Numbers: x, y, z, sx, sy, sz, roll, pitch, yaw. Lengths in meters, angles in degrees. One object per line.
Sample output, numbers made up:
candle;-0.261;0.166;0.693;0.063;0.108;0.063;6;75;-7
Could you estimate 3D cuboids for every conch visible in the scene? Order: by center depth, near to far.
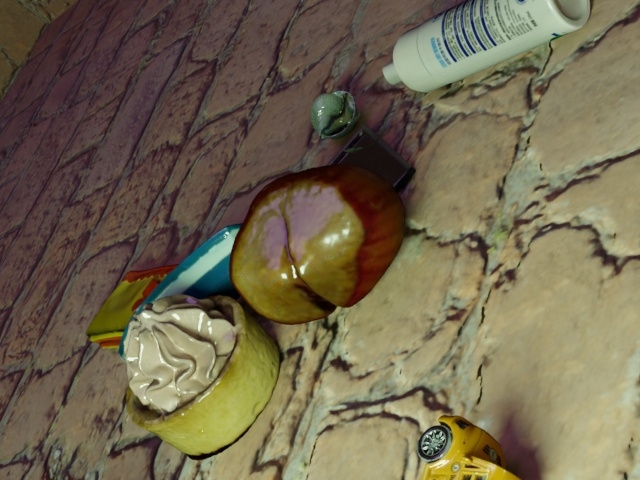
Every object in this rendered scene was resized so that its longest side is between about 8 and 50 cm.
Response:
conch;0.023;-0.175;1.599;0.076;0.056;0.085;-12;63;24

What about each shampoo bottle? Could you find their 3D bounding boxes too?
shampoo bottle;0.192;-0.257;1.401;0.303;0.092;0.092;-20;40;47

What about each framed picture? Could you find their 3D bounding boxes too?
framed picture;0.004;-0.029;1.485;0.265;0.018;0.192;-47;27;6

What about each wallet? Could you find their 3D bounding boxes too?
wallet;-0.268;0.096;1.695;0.241;0.067;0.141;-9;46;54

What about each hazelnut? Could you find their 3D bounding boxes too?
hazelnut;0.001;0.003;1.297;0.212;0.181;0.181;-25;56;20

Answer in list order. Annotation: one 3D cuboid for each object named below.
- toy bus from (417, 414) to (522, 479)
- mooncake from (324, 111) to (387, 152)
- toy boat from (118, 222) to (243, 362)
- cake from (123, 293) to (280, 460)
toy bus;0.118;0.242;0.901;0.088;0.083;0.194;-8;52;41
mooncake;-0.034;-0.068;1.426;0.150;0.057;0.347;-58;11;-23
toy boat;-0.179;0.088;1.486;0.299;0.096;0.061;-44;70;29
cake;-0.171;0.151;1.358;0.208;0.178;0.185;-31;33;39
